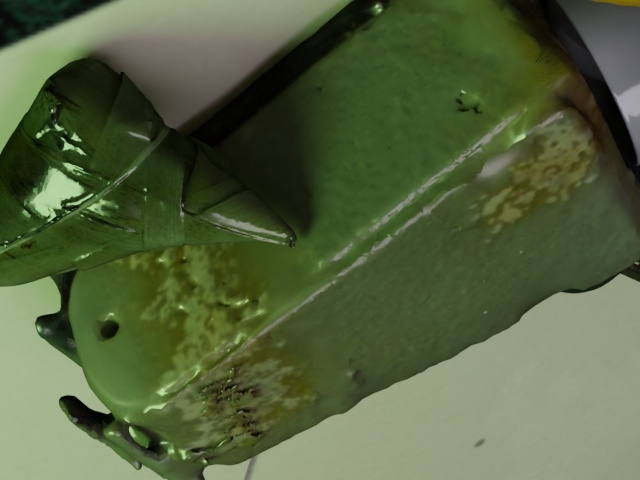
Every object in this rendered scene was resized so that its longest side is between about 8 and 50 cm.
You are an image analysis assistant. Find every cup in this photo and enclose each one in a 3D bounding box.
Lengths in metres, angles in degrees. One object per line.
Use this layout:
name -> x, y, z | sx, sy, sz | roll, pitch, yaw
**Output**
cup -> 0.180, -0.110, 0.921 | 0.133, 0.136, 0.099 | -29, 100, 2

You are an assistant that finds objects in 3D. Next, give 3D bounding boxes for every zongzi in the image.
zongzi -> -0.100, 0.010, 0.862 | 0.130, 0.062, 0.154 | 37, 119, -3

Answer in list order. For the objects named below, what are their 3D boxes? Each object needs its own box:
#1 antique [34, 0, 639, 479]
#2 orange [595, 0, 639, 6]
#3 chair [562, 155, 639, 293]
antique -> 0.000, 0.000, 0.897 | 0.284, 0.125, 0.150 | -33, 141, 7
orange -> 0.117, -0.226, 0.559 | 0.340, 0.293, 0.340 | -19, 155, -9
chair -> 0.186, -0.002, 1.027 | 0.221, 0.095, 0.104 | 16, 116, -40
